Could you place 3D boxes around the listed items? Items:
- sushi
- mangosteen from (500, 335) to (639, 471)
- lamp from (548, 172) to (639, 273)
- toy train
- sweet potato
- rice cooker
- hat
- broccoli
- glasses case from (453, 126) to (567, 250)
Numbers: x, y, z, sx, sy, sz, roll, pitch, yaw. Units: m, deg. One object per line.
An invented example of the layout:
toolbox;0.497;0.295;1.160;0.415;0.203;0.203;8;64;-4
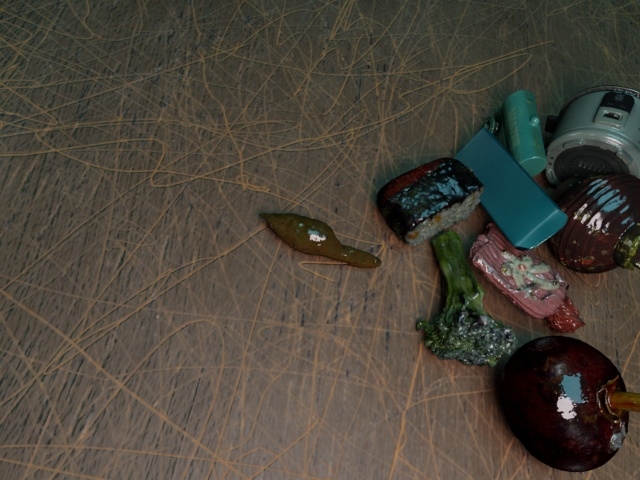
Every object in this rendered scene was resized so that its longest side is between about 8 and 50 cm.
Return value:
sushi;0.237;-0.084;1.129;0.225;0.136;0.126;-21;62;-18
mangosteen;0.455;0.281;0.919;0.236;0.261;0.235;10;70;-30
lamp;0.619;-0.033;1.148;0.247;0.247;0.246;6;62;-12
toy train;0.470;-0.243;1.261;0.101;0.159;0.248;11;60;-15
sweet potato;0.002;0.001;1.059;0.270;0.074;0.074;23;60;-6
rice cooker;0.677;-0.234;1.263;0.281;0.241;0.227;20;60;27
hat;0.447;0.080;1.108;0.286;0.107;0.237;47;41;6
broccoli;0.281;0.104;1.056;0.165;0.145;0.303;8;49;-15
glasses case;0.406;-0.116;1.157;0.070;0.117;0.301;21;34;-38
